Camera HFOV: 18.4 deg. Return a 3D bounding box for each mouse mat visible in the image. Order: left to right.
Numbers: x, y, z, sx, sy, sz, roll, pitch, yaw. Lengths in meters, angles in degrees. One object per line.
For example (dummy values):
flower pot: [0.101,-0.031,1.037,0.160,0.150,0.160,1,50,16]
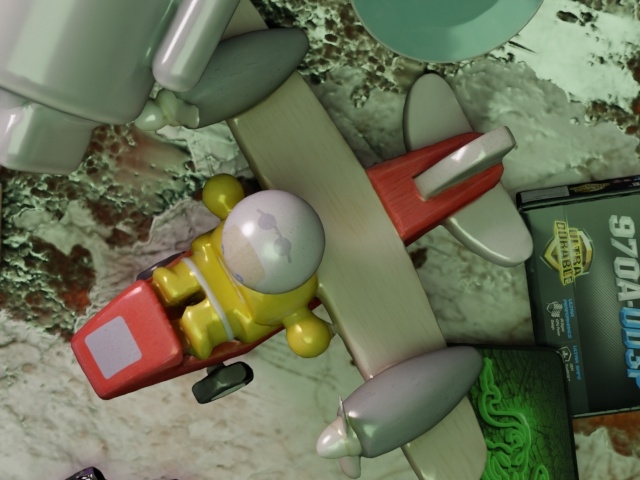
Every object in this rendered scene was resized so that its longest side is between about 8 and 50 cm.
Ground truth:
mouse mat: [0.169,0.185,1.880,0.152,0.007,0.190,0,112,25]

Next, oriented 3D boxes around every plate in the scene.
plate: [0.113,-0.244,1.739,0.188,0.024,0.188,-5,122,-8]

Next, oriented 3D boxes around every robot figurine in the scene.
robot figurine: [-0.202,-0.233,1.625,0.300,0.200,0.353,26,98,15]

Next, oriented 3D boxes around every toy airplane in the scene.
toy airplane: [0.000,0.000,1.710,0.386,0.272,0.384,17,89,10]

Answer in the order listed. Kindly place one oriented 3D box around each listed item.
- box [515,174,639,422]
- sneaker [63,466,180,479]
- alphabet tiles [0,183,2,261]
box: [0.281,0.051,1.838,0.175,0.051,0.220,-7,109,5]
sneaker: [-0.252,0.278,1.919,0.283,0.107,0.124,0,94,-2]
alphabet tiles: [-0.382,-0.048,1.772,0.198,0.009,0.237,14,142,0]
